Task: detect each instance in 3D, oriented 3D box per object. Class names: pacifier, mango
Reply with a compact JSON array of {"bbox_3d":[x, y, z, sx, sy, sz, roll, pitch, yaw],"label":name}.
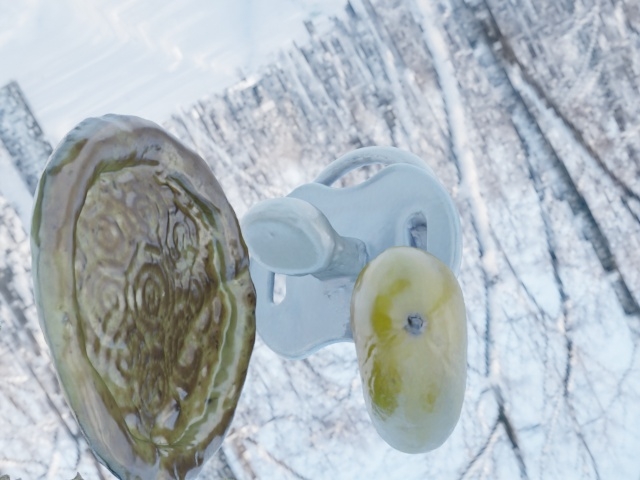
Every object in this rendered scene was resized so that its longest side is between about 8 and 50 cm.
[{"bbox_3d":[0.000,0.000,0.972,0.279,0.227,0.207,-10,162,39],"label":"pacifier"},{"bbox_3d":[0.074,0.101,0.780,0.091,0.237,0.137,-6,-134,6],"label":"mango"}]

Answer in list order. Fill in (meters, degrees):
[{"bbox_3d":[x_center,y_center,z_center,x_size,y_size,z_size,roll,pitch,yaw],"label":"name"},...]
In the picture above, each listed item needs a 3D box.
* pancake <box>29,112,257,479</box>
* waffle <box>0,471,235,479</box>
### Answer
[{"bbox_3d":[-0.104,0.036,0.618,0.031,0.250,0.250,-9,-162,21],"label":"pancake"},{"bbox_3d":[-0.238,0.334,0.851,0.348,0.078,0.304,2,-150,-5],"label":"waffle"}]
